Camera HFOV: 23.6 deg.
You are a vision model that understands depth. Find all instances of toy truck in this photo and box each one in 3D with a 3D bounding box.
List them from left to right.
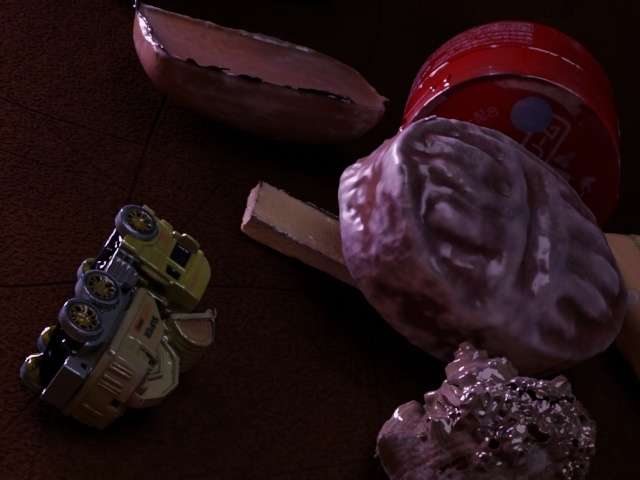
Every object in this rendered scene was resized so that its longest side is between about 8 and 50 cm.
[{"bbox_3d":[-0.143,0.066,1.178,0.116,0.085,0.191,34,35,-9],"label":"toy truck"}]

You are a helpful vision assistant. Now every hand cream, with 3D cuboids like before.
[{"bbox_3d":[0.188,-0.098,1.531,0.230,0.230,0.149,24,30,-8],"label":"hand cream"}]

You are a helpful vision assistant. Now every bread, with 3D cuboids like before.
[{"bbox_3d":[0.000,0.000,1.430,0.154,0.028,0.068,25,33,-8],"label":"bread"}]

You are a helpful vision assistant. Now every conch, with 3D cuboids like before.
[{"bbox_3d":[0.139,0.188,1.213,0.178,0.163,0.245,-15,64,-6],"label":"conch"}]

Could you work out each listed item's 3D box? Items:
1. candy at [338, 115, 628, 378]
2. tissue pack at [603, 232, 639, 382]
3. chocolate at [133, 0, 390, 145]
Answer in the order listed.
[{"bbox_3d":[0.144,0.012,1.384,0.289,0.157,0.214,31,51,-27],"label":"candy"},{"bbox_3d":[0.375,0.091,1.535,0.186,0.090,0.222,4,40,-32],"label":"tissue pack"},{"bbox_3d":[-0.070,-0.152,1.536,0.261,0.083,0.161,14,23,-22],"label":"chocolate"}]
